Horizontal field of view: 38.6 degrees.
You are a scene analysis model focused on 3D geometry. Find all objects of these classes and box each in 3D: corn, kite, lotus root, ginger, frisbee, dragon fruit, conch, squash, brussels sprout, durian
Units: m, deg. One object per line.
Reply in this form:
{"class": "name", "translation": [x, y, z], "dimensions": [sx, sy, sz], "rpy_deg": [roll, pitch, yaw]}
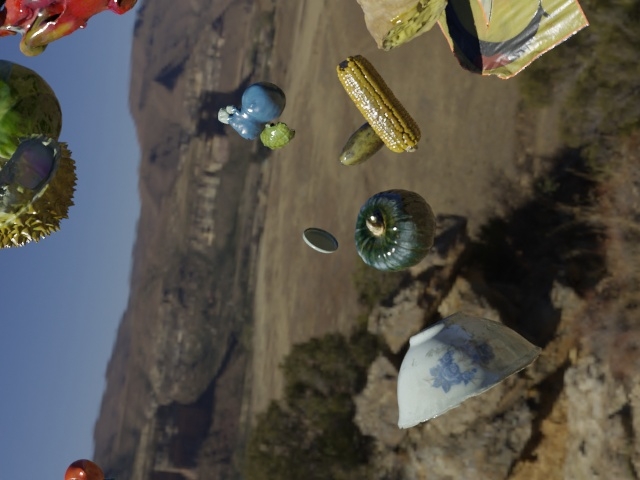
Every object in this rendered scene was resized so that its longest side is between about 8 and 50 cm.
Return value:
{"class": "corn", "translation": [0.102, -0.232, 1.579], "dimensions": [0.068, 0.207, 0.068], "rpy_deg": [-35, 21, 16]}
{"class": "kite", "translation": [0.304, -0.442, 1.585], "dimensions": [0.377, 0.013, 0.327], "rpy_deg": [26, 124, 41]}
{"class": "lotus root", "translation": [0.124, -0.268, 2.531], "dimensions": [0.179, 0.080, 0.089], "rpy_deg": [-45, -16, -4]}
{"class": "ginger", "translation": [0.077, -0.359, 1.143], "dimensions": [0.190, 0.126, 0.354], "rpy_deg": [62, -177, 35]}
{"class": "frisbee", "translation": [0.000, 0.000, 2.620], "dimensions": [0.110, 0.110, 0.014], "rpy_deg": [-95, 27, -56]}
{"class": "dragon fruit", "translation": [-0.423, -0.445, 1.500], "dimensions": [0.307, 0.227, 0.243], "rpy_deg": [-22, 38, 35]}
{"class": "conch", "translation": [-0.105, -0.267, 2.255], "dimensions": [0.121, 0.089, 0.074], "rpy_deg": [90, 165, -73]}
{"class": "squash", "translation": [0.183, -0.024, 2.276], "dimensions": [0.172, 0.218, 0.218], "rpy_deg": [-29, -45, -58]}
{"class": "brussels sprout", "translation": [-0.684, -0.252, 2.010], "dimensions": [0.219, 0.210, 0.271], "rpy_deg": [103, 176, -83]}
{"class": "durian", "translation": [-0.553, -0.081, 1.715], "dimensions": [0.306, 0.166, 0.172], "rpy_deg": [-68, 9, -29]}

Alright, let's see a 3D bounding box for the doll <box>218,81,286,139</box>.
{"class": "doll", "translation": [-0.080, -0.171, 1.203], "dimensions": [0.083, 0.076, 0.050], "rpy_deg": [-49, 56, 22]}

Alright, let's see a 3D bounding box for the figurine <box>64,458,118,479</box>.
{"class": "figurine", "translation": [-0.405, 0.439, 1.627], "dimensions": [0.140, 0.075, 0.068], "rpy_deg": [68, -158, -48]}

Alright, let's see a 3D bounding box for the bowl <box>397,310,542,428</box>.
{"class": "bowl", "translation": [0.257, 0.225, 1.769], "dimensions": [0.146, 0.313, 0.313], "rpy_deg": [62, 166, 5]}
